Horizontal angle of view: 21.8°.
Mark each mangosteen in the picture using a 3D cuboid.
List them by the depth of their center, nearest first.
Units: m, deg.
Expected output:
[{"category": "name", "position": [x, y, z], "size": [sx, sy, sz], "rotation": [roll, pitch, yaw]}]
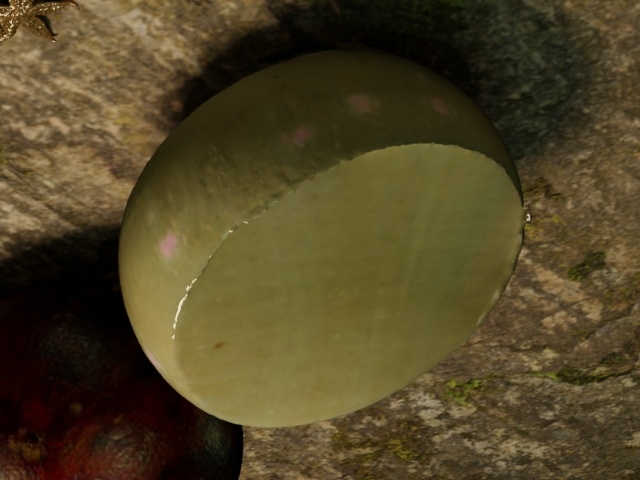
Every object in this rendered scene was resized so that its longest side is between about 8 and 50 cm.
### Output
[{"category": "mangosteen", "position": [-0.208, 0.151, 1.584], "size": [0.306, 0.359, 0.306], "rotation": [20, 158, 8]}]

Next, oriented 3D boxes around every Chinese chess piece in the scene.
[{"category": "Chinese chess piece", "position": [0.000, 0.000, 1.402], "size": [0.349, 0.146, 0.349], "rotation": [-18, 140, -16]}]

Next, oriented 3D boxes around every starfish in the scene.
[{"category": "starfish", "position": [-0.226, -0.171, 1.238], "size": [0.092, 0.016, 0.086], "rotation": [-3, 147, -10]}]
